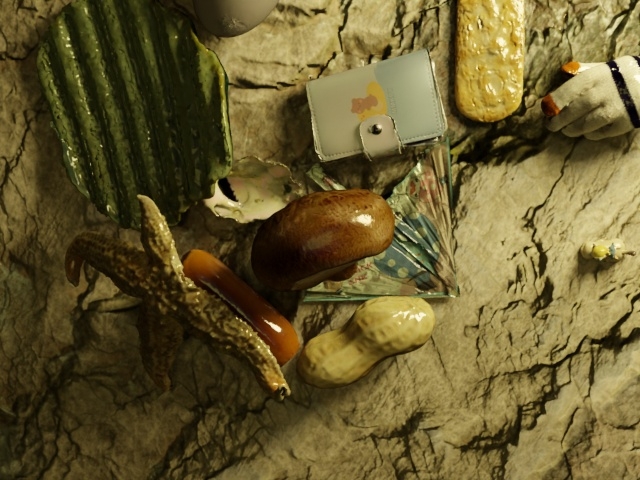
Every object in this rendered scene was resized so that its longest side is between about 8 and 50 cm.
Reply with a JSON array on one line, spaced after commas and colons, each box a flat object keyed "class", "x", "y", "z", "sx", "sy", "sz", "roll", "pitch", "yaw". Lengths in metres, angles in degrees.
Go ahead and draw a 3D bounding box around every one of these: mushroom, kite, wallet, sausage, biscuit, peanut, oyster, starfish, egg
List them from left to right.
[{"class": "starfish", "x": -0.270, "y": 0.139, "z": 1.100, "sx": 0.324, "sy": 0.082, "sz": 0.432, "roll": -32, "pitch": 96, "yaw": 34}, {"class": "sausage", "x": -0.155, "y": 0.127, "z": 1.147, "sx": 0.274, "sy": 0.105, "sz": 0.105, "roll": 42, "pitch": 98, "yaw": -4}, {"class": "egg", "x": -0.133, "y": -0.429, "z": 1.027, "sx": 0.146, "sy": 0.146, "sz": 0.199, "roll": 35, "pitch": 106, "yaw": -4}, {"class": "oyster", "x": -0.136, "y": -0.092, "z": 1.126, "sx": 0.209, "sy": 0.072, "sz": 0.133, "roll": -9, "pitch": 114, "yaw": 1}, {"class": "mushroom", "x": 0.000, "y": 0.000, "z": 1.040, "sx": 0.253, "sy": 0.253, "sz": 0.153, "roll": -26, "pitch": 84, "yaw": 6}, {"class": "peanut", "x": 0.077, "y": 0.183, "z": 1.138, "sx": 0.274, "sy": 0.111, "sz": 0.125, "roll": -31, "pitch": 132, "yaw": 5}, {"class": "wallet", "x": 0.097, "y": -0.227, "z": 1.097, "sx": 0.231, "sy": 0.069, "sz": 0.170, "roll": -11, "pitch": 95, "yaw": 10}, {"class": "kite", "x": 0.122, "y": -0.018, "z": 1.158, "sx": 0.368, "sy": 0.014, "sz": 0.406, "roll": 41, "pitch": 99, "yaw": -4}, {"class": "biscuit", "x": 0.293, "y": -0.329, "z": 1.090, "sx": 0.118, "sy": 0.029, "sz": 0.247, "roll": -1, "pitch": 100, "yaw": 2}]

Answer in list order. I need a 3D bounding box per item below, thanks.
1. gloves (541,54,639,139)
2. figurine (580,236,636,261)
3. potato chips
[{"class": "gloves", "x": 0.488, "y": -0.241, "z": 1.053, "sx": 0.218, "sy": 0.131, "sz": 0.140, "roll": -9, "pitch": 97, "yaw": -6}, {"class": "figurine", "x": 0.517, "y": 0.019, "z": 1.134, "sx": 0.083, "sy": 0.050, "sz": 0.047, "roll": -5, "pitch": 94, "yaw": 2}, {"class": "potato chips", "x": -0.316, "y": -0.229, "z": 1.079, "sx": 0.358, "sy": 0.070, "sz": 0.429, "roll": -14, "pitch": 91, "yaw": 20}]
